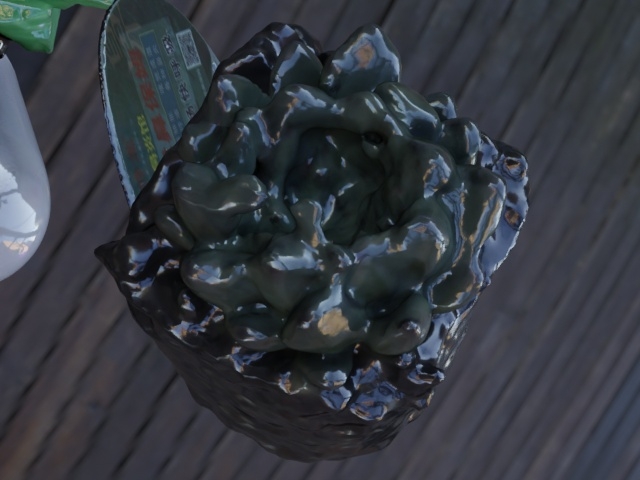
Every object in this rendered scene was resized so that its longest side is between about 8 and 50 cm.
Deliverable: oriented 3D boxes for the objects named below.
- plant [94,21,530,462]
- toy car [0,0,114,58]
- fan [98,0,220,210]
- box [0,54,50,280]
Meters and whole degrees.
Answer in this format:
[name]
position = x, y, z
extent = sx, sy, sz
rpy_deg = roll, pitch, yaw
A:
[plant]
position = 0.000, 0.000, 0.672
extent = 0.132, 0.129, 0.194
rpy_deg = -60, 171, -22
[toy car]
position = -0.299, -0.264, 1.346
extent = 0.176, 0.358, 0.213
rpy_deg = 141, -35, -84
[fan]
position = -0.076, -0.075, 1.156
extent = 0.223, 0.012, 0.294
rpy_deg = 59, 26, -35
[box]
position = -0.368, -0.074, 1.436
extent = 0.288, 0.349, 0.141
rpy_deg = -3, 119, -16
